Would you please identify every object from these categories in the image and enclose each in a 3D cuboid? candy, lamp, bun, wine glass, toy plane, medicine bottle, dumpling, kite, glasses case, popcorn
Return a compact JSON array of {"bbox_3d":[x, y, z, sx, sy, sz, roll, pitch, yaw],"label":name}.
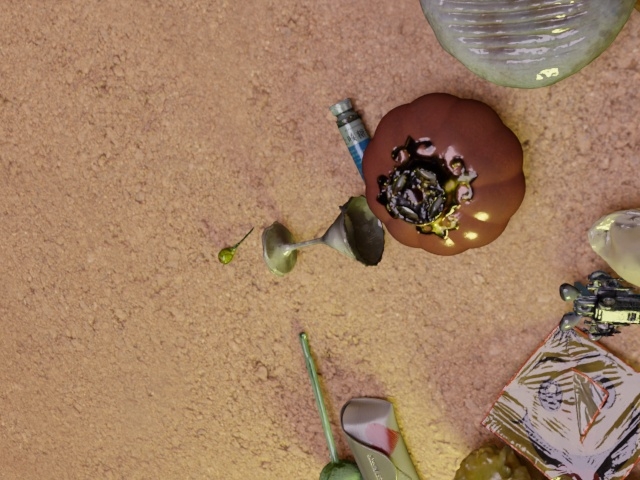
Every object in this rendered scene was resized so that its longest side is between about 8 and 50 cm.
[{"bbox_3d":[0.011,0.423,1.856,0.119,0.119,0.439,-13,95,30],"label":"candy"},{"bbox_3d":[0.213,-0.112,1.455,0.306,0.240,0.305,10,114,24],"label":"lamp"},{"bbox_3d":[0.336,-0.430,1.291,0.362,0.211,0.361,12,115,26],"label":"bun"},{"bbox_3d":[0.000,0.000,1.671,0.232,0.156,0.156,-12,103,35],"label":"wine glass"},{"bbox_3d":[0.561,0.127,1.462,0.247,0.078,0.169,7,129,22],"label":"toy plane"},{"bbox_3d":[0.078,-0.189,1.607,0.051,0.051,0.191,-23,97,32],"label":"medicine bottle"},{"bbox_3d":[0.586,0.012,1.376,0.250,0.132,0.162,22,121,18],"label":"dumpling"},{"bbox_3d":[0.486,0.313,1.547,0.378,0.013,0.327,-8,85,28],"label":"kite"},{"bbox_3d":[-0.190,0.010,1.834,0.123,0.035,0.035,-42,90,24],"label":"candy"},{"bbox_3d":[0.147,0.502,1.812,0.128,0.083,0.308,-17,101,31],"label":"glasses case"},{"bbox_3d":[0.381,0.516,1.647,0.218,0.169,0.189,40,123,1],"label":"popcorn"}]

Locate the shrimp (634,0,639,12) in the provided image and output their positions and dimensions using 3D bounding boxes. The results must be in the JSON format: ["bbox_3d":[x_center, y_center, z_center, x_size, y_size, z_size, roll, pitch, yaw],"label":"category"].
[{"bbox_3d":[0.574,-0.384,1.284,0.217,0.051,0.115,49,120,6],"label":"shrimp"}]
